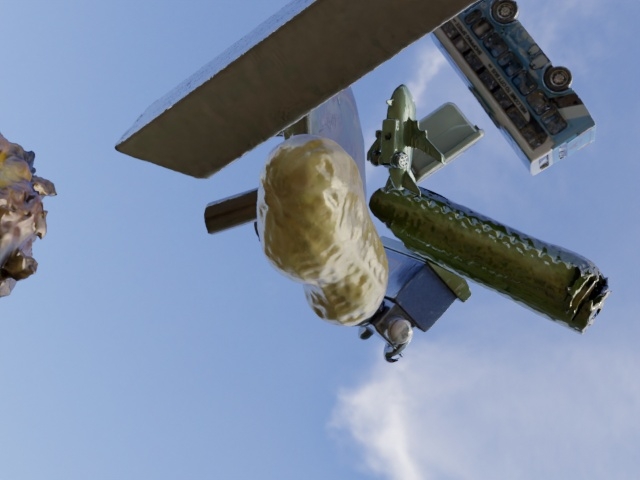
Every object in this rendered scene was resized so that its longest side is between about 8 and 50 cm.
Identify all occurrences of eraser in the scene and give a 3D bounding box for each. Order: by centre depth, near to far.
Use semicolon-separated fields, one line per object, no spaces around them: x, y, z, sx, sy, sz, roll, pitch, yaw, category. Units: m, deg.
-0.017;-0.160;0.734;0.352;0.111;0.077;-30;-71;24;eraser

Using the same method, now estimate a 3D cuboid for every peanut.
0.000;0.000;1.093;0.147;0.147;0.319;16;-33;29;peanut

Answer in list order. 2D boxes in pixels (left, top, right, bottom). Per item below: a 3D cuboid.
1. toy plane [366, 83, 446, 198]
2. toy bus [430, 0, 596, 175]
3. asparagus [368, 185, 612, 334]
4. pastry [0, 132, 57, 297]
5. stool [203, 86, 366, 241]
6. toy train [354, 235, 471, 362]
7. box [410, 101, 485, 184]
0.058;-0.073;0.638;0.080;0.033;0.083;10;-74;52;toy plane
0.295;-0.253;1.327;0.131;0.106;0.297;-36;-107;8;toy bus
0.252;0.016;1.305;0.381;0.128;0.108;26;-67;8;asparagus
-0.487;0.006;0.878;0.405;0.337;0.292;-22;-64;-4;pastry
-0.063;-0.155;1.576;0.226;0.310;0.310;-5;-95;19;stool
0.131;0.098;1.593;0.131;0.202;0.299;45;-6;-17;toy train
0.195;-0.171;1.553;0.093;0.172;0.124;55;-14;3;box
